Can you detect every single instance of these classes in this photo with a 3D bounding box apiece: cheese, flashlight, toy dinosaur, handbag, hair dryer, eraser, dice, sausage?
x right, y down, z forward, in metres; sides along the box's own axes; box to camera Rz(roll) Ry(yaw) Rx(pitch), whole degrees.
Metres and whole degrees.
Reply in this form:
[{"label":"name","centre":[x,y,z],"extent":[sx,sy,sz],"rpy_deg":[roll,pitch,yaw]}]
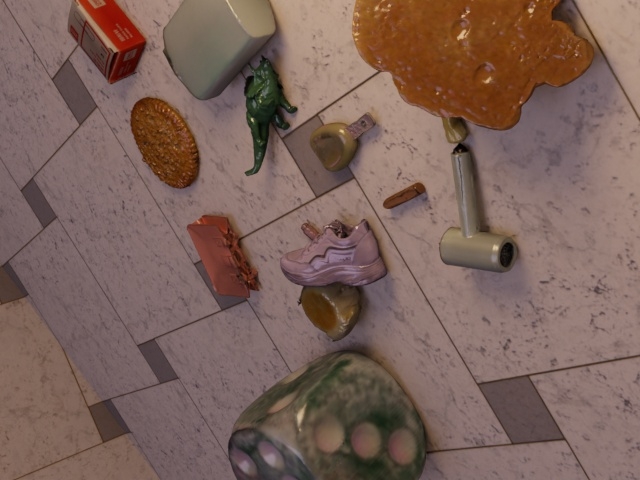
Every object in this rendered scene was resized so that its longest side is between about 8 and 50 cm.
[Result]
[{"label":"cheese","centre":[0.232,-0.209,1.617],"extent":[0.044,0.030,0.083],"rpy_deg":[4,115,56]},{"label":"flashlight","centre":[0.000,0.000,2.064],"extent":[0.110,0.031,0.052],"rpy_deg":[43,119,24]},{"label":"toy dinosaur","centre":[-0.112,-0.253,1.955],"extent":[0.120,0.079,0.292],"rpy_deg":[31,136,39]},{"label":"handbag","centre":[-0.244,0.041,2.362],"extent":[0.157,0.059,0.212],"rpy_deg":[2,120,51]},{"label":"hair dryer","centre":[0.276,-0.060,1.672],"extent":[0.131,0.073,0.236],"rpy_deg":[9,115,45]},{"label":"eraser","centre":[-0.216,-0.430,1.908],"extent":[0.290,0.104,0.189],"rpy_deg":[-32,79,55]},{"label":"dice","centre":[0.013,0.476,2.155],"extent":[0.328,0.348,0.330],"rpy_deg":[57,146,-4]},{"label":"cheese","centre":[0.050,-0.204,1.833],"extent":[0.097,0.037,0.192],"rpy_deg":[56,145,-2]},{"label":"sausage","centre":[0.160,-0.085,1.809],"extent":[0.026,0.026,0.116],"rpy_deg":[58,146,-3]}]

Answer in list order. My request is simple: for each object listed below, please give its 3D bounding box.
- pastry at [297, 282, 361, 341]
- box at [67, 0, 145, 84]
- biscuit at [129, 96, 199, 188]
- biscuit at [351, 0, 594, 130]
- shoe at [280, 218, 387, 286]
[{"label":"pastry","centre":[0.024,0.141,2.096],"extent":[0.166,0.088,0.166],"rpy_deg":[31,139,31]},{"label":"box","centre":[-0.515,-0.487,2.224],"extent":[0.182,0.099,0.133],"rpy_deg":[52,147,7]},{"label":"biscuit","centre":[-0.395,-0.242,2.335],"extent":[0.254,0.035,0.254],"rpy_deg":[31,138,32]},{"label":"biscuit","centre":[0.228,-0.317,1.417],"extent":[0.376,0.051,0.269],"rpy_deg":[19,106,17]},{"label":"shoe","centre":[0.018,0.022,1.978],"extent":[0.245,0.095,0.138],"rpy_deg":[0,110,28]}]
